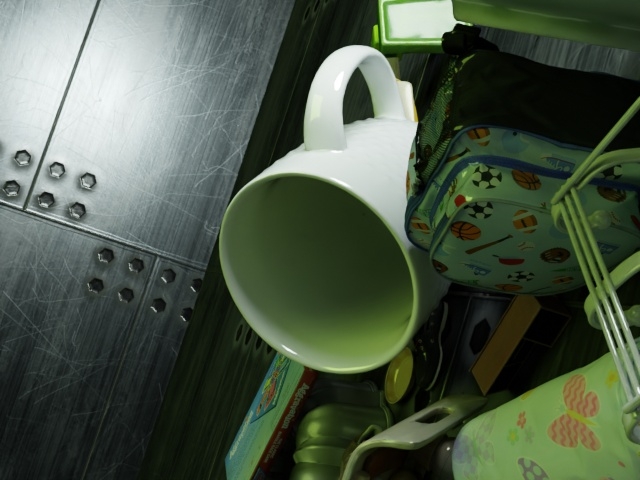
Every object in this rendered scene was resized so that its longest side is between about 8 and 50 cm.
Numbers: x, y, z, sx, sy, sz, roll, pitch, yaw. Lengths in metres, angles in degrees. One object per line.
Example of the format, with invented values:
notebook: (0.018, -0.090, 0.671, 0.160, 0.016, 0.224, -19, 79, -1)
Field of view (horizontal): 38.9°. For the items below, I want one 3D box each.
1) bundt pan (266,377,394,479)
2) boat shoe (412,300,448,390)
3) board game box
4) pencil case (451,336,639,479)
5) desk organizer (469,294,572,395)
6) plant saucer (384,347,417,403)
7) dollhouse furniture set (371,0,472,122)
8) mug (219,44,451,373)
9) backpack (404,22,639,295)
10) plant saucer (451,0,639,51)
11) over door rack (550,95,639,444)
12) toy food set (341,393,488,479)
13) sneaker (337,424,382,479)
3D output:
bundt pan: (-0.019, 0.357, 1.378, 0.331, 0.124, 0.330, -161, 90, -74)
boat shoe: (0.145, 0.141, 1.251, 0.049, 0.042, 0.133, -36, 40, 58)
board game box: (-0.080, 0.277, 1.394, 0.281, 0.027, 0.145, -64, 20, 19)
pencil case: (0.230, 0.185, 0.818, 0.273, 0.113, 0.124, -48, 47, 53)
desk organizer: (0.225, 0.117, 1.022, 0.130, 0.047, 0.050, -63, 21, 22)
plant saucer: (0.119, 0.197, 1.310, 0.083, 0.015, 0.083, -161, 90, -73)
dollhouse furniture set: (0.175, -0.237, 1.535, 0.197, 0.151, 0.301, 94, 174, -77)
mug: (0.059, -0.067, 1.192, 0.328, 0.276, 0.374, -42, -51, -52)
backpack: (0.211, -0.058, 0.946, 0.263, 0.277, 0.213, 119, 166, -69)
plant saucer: (0.234, -0.233, 0.823, 0.400, 0.401, 0.100, -124, 41, -69)
over door rack: (0.286, -0.038, 0.629, 0.324, 0.108, 0.239, 109, 162, -44)
toy food set: (0.087, 0.322, 0.973, 0.220, 0.092, 0.306, -6, -65, -62)
sneaker: (0.060, 0.288, 1.152, 0.188, 0.066, 0.071, -125, 59, -81)
